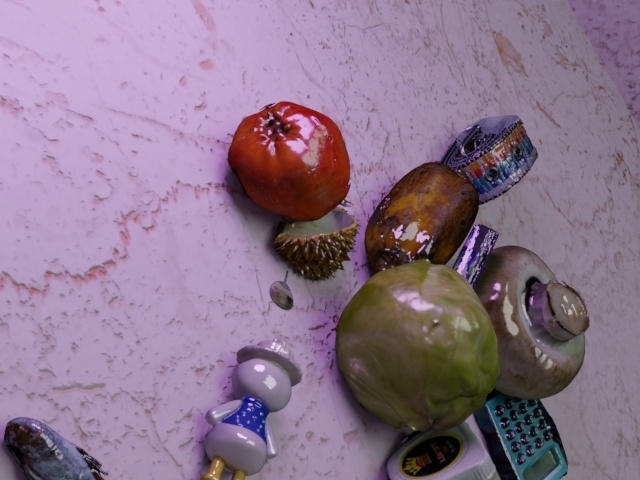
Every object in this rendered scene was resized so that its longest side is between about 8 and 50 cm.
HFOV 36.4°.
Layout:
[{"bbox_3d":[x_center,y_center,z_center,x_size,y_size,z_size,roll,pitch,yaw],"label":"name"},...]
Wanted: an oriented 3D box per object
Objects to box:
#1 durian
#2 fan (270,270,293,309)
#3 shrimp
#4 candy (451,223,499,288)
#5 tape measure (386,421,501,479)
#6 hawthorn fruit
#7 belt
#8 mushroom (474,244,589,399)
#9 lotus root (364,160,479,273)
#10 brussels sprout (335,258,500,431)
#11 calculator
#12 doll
[{"bbox_3d":[0.000,0.000,1.896,0.139,0.144,0.252,36,39,23],"label":"durian"},{"bbox_3d":[-0.065,0.098,1.820,0.060,0.003,0.080,59,38,-9],"label":"fan"},{"bbox_3d":[-0.343,0.327,1.319,0.232,0.079,0.090,55,43,-20],"label":"shrimp"},{"bbox_3d":[0.284,0.113,2.054,0.061,0.088,0.312,26,76,11],"label":"candy"},{"bbox_3d":[0.221,0.438,1.844,0.115,0.207,0.235,61,-1,-18],"label":"tape measure"},{"bbox_3d":[-0.032,-0.129,1.830,0.299,0.211,0.211,41,43,-45],"label":"hawthorn fruit"},{"bbox_3d":[0.412,-0.202,2.379,0.150,0.207,0.257,56,46,-17],"label":"belt"},{"bbox_3d":[0.451,0.181,2.178,0.352,0.260,0.352,21,56,-33],"label":"mushroom"},{"bbox_3d":[0.224,-0.045,2.090,0.196,0.179,0.397,47,42,-4],"label":"lotus root"},{"bbox_3d":[0.188,0.193,1.823,0.328,0.328,0.247,53,39,-16],"label":"brussels sprout"},{"bbox_3d":[0.465,0.449,2.218,0.248,0.058,0.274,-18,84,-53],"label":"calculator"},{"bbox_3d":[-0.113,0.278,1.589,0.138,0.119,0.293,32,52,-14],"label":"doll"}]
